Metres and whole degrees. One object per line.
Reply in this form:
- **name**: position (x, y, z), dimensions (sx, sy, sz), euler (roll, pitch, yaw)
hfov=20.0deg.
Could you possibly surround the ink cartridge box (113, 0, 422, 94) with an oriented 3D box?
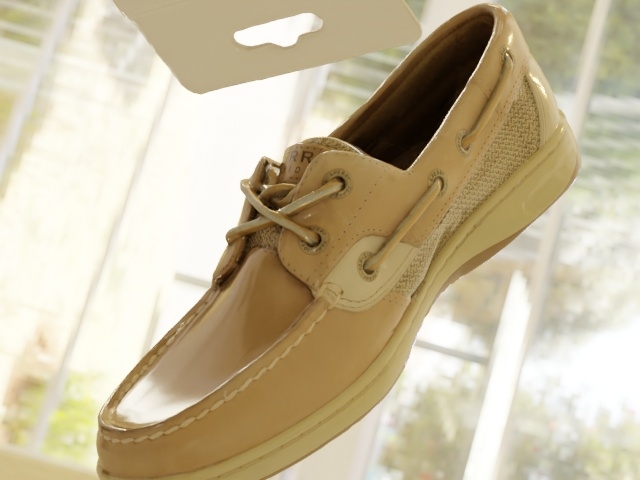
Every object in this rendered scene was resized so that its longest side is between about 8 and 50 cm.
- **ink cartridge box**: position (-0.044, -0.152, 0.636), dimensions (0.198, 0.115, 0.067), euler (57, 40, -31)

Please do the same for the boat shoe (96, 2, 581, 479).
- **boat shoe**: position (0.000, 0.000, 0.915), dimensions (0.341, 0.121, 0.110), euler (-44, 122, -35)
